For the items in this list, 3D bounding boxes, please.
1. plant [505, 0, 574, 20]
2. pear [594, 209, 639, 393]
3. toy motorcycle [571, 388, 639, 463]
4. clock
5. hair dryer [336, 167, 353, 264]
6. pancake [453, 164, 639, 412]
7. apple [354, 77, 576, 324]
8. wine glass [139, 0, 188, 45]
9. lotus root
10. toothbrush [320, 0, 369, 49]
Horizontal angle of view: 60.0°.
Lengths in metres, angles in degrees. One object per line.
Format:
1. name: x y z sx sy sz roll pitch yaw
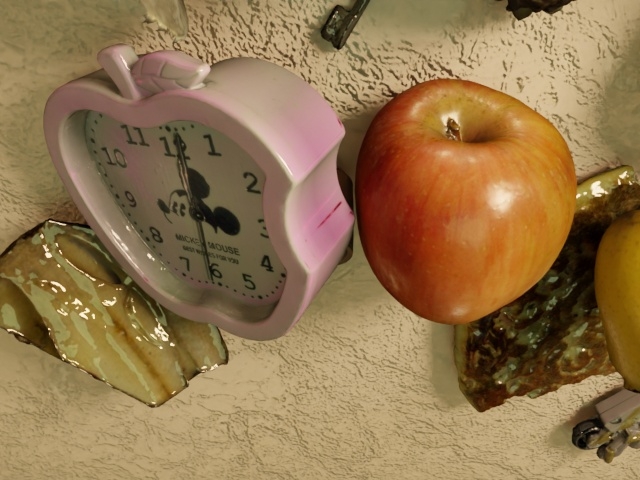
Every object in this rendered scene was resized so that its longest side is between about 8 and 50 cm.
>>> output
1. plant: 0.200 -0.277 0.487 0.129 0.194 0.132 -38 91 18
2. pear: 0.413 0.037 0.653 0.267 0.267 0.178 -39 94 21
3. toy motorcycle: 0.548 0.303 0.940 0.152 0.073 0.225 31 117 -23
4. clock: -0.125 -0.054 0.579 0.339 0.102 0.338 20 135 22
5. hair dryer: 0.000 0.000 0.722 0.064 0.117 0.181 6 147 -6
6. pancake: 0.347 0.081 0.806 0.305 0.066 0.426 -4 123 -8
7. apple: 0.144 -0.036 0.611 0.242 0.242 0.241 -2 139 0
8. wine glass: -0.030 -0.316 0.427 0.323 0.238 0.238 -23 121 9
9. lotus root: -0.289 0.104 0.756 0.210 0.142 0.314 -45 115 -18
10. toothbrush: 0.082 -0.325 0.538 0.031 0.030 0.297 29 119 -8
